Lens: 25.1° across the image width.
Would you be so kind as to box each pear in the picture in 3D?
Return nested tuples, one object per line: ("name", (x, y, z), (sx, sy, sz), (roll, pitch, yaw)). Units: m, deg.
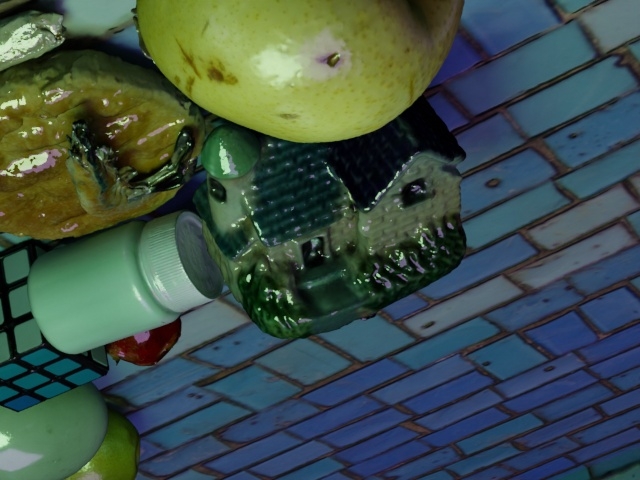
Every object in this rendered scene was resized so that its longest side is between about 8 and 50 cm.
("pear", (-0.019, -0.239, 1.370), (0.309, 0.309, 0.309), (-11, 151, -6))
("pear", (-0.408, 0.356, 2.396), (0.216, 0.166, 0.180), (7, 165, 6))

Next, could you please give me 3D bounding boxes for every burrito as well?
("burrito", (-0.352, -0.200, 1.530), (0.188, 0.045, 0.058), (-22, 154, 11))

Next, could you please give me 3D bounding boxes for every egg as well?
("egg", (-0.457, 0.276, 2.164), (0.282, 0.203, 0.203), (-1, 149, -29))

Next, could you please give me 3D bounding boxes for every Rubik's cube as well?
("Rubik's cube", (-0.404, 0.119, 1.957), (0.160, 0.163, 0.162), (-23, 154, 16))

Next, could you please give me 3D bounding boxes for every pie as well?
("pie", (-0.297, -0.107, 1.692), (0.339, 0.083, 0.339), (-13, 153, -7))

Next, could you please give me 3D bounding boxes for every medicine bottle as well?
("medicine bottle", (-0.249, 0.052, 1.835), (0.225, 0.139, 0.139), (-19, 152, 20))

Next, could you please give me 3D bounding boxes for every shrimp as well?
("shrimp", (-0.214, -0.089, 1.636), (0.152, 0.046, 0.219), (-22, 156, -2))

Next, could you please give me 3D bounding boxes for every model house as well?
("model house", (0.009, -0.076, 1.712), (0.298, 0.243, 0.284), (-22, 144, -15))

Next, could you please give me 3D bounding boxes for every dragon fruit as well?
("dragon fruit", (-0.259, 0.086, 2.033), (0.125, 0.125, 0.246), (5, 133, -3))

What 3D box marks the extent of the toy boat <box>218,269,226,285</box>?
("toy boat", (-0.124, 0.043, 1.895), (0.260, 0.085, 0.078), (2, -176, 32))
